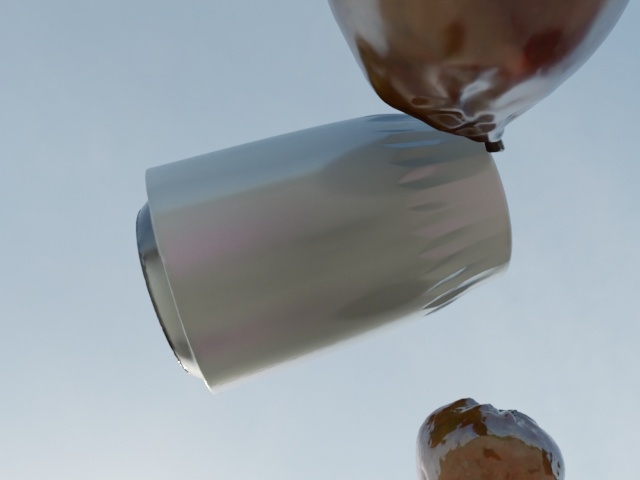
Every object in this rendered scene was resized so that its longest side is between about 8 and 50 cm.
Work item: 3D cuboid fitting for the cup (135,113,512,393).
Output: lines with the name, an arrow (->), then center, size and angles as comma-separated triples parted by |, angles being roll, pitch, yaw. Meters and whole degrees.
cup -> 0.000, 0.000, 0.824 | 0.371, 0.253, 0.253 | -16, -65, -6

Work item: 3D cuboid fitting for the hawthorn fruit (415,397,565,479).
hawthorn fruit -> 0.169, 0.244, 0.719 | 0.149, 0.149, 0.189 | -13, -93, -5

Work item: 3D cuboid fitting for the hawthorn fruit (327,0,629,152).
hawthorn fruit -> 0.124, -0.264, 0.632 | 0.308, 0.308, 0.325 | 20, -78, -18
